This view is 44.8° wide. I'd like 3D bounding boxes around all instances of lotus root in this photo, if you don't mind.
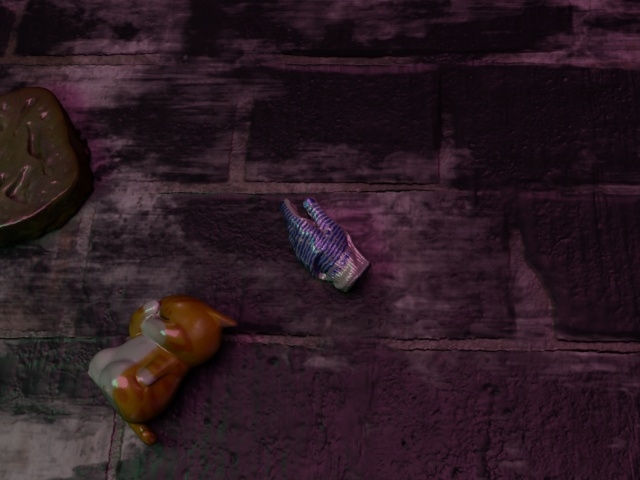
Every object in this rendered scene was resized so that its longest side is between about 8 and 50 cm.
[{"bbox_3d":[-0.672,-0.164,1.653,0.390,0.111,0.375,17,63,14],"label":"lotus root"}]

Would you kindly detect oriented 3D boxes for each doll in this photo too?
[{"bbox_3d":[-0.295,0.211,1.418,0.270,0.162,0.166,-51,41,-11],"label":"doll"}]

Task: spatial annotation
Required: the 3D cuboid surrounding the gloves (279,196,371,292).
[{"bbox_3d":[0.000,0.003,1.516,0.229,0.097,0.119,46,113,19],"label":"gloves"}]
